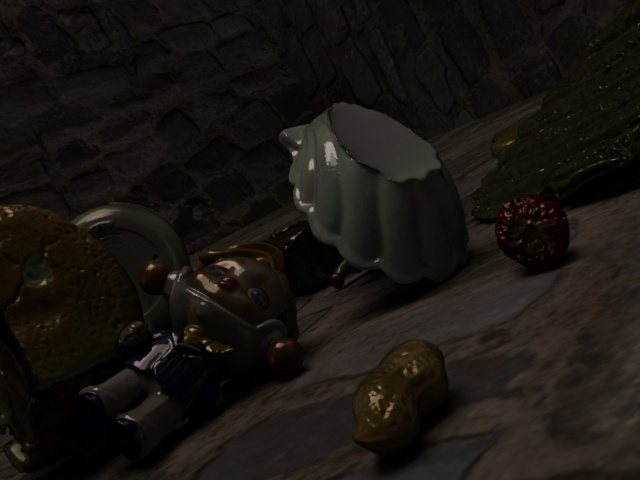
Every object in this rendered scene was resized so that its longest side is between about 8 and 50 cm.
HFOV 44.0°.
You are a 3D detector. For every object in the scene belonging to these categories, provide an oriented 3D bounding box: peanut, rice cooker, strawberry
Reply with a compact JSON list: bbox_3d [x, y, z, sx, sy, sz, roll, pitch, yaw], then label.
[{"bbox_3d":[0.053,0.102,0.521,0.053,0.054,0.113,-21,10,33],"label":"peanut"},{"bbox_3d":[-0.390,0.061,1.577,0.288,0.289,0.277,-26,5,-8],"label":"rice cooker"},{"bbox_3d":[0.206,-0.009,0.763,0.073,0.073,0.083,-23,-9,21],"label":"strawberry"}]

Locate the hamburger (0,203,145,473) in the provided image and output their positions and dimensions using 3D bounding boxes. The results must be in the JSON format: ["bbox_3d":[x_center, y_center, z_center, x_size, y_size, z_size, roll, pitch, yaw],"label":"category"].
[{"bbox_3d":[-0.287,0.099,0.860,0.192,0.288,0.167,-14,-23,-48],"label":"hamburger"}]

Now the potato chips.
[{"bbox_3d":[0.350,-0.182,1.044,0.359,0.070,0.429,-59,8,-22],"label":"potato chips"}]

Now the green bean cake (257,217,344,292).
[{"bbox_3d":[-0.011,0.015,1.256,0.181,0.094,0.173,-29,8,-33],"label":"green bean cake"}]

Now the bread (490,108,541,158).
[{"bbox_3d":[0.472,-0.238,1.623,0.286,0.056,0.207,-25,10,4],"label":"bread"}]

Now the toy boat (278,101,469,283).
[{"bbox_3d":[0.065,-0.074,0.932,0.199,0.290,0.100,-14,-45,-34],"label":"toy boat"}]

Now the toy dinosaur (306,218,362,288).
[{"bbox_3d":[0.055,-0.045,1.112,0.075,0.248,0.188,-4,38,33],"label":"toy dinosaur"}]

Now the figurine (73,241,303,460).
[{"bbox_3d":[-0.114,0.114,0.806,0.193,0.133,0.274,13,40,3],"label":"figurine"}]
